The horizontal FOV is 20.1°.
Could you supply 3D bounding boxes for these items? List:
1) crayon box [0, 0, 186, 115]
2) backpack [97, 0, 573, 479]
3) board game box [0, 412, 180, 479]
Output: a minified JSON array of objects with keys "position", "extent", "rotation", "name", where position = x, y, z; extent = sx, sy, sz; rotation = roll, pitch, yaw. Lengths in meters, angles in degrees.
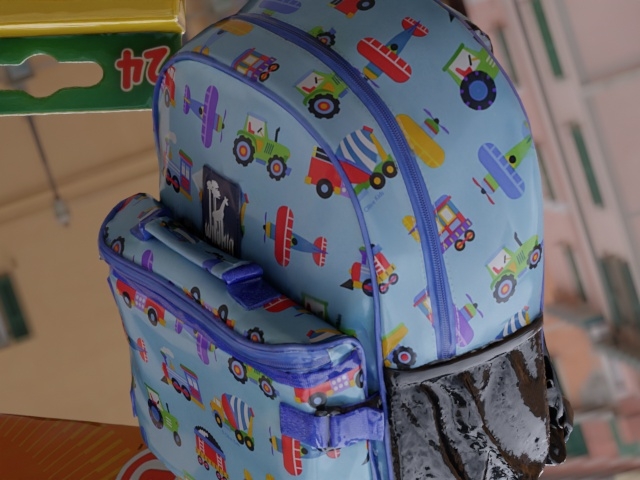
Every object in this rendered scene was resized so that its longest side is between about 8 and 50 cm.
[{"position":[-0.190,-0.241,1.168],"extent":[0.202,0.319,0.081],"rotation":[-3,-179,-1],"name":"crayon box"},{"position":[0.000,0.000,0.595],"extent":[0.117,0.173,0.158],"rotation":[-25,-141,-28],"name":"backpack"},{"position":[-0.163,0.333,0.915],"extent":[0.356,0.356,0.356],"rotation":[1,-133,37],"name":"board game box"}]
